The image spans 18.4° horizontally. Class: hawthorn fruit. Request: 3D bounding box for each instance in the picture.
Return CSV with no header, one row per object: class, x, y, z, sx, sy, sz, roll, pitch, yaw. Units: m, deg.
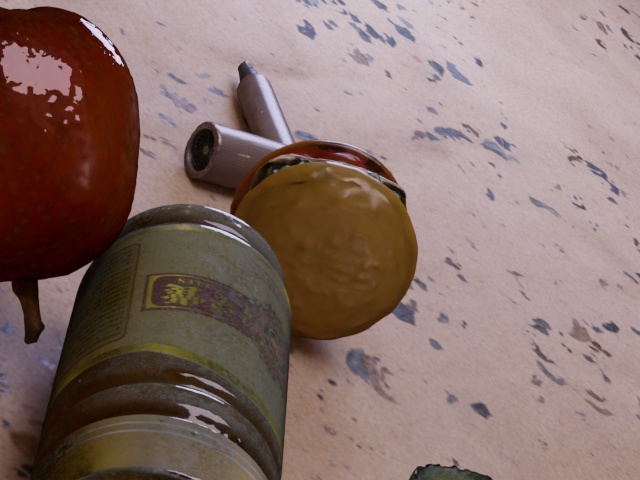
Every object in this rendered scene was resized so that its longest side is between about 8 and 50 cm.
hawthorn fruit,-0.209,-0.043,1.306,0.196,0.197,0.225,1,74,-53

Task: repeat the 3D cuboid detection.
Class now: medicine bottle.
medicine bottle,-0.097,0.111,1.258,0.151,0.151,0.322,31,26,-15

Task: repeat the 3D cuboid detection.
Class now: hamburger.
hamburger,0.000,0.000,1.583,0.162,0.162,0.115,32,19,-14

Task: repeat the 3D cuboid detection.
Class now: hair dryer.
hair dryer,-0.063,-0.114,1.805,0.195,0.053,0.220,15,33,-40

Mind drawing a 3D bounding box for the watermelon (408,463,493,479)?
watermelon,0.116,0.246,1.425,0.187,0.071,0.139,33,31,-32
